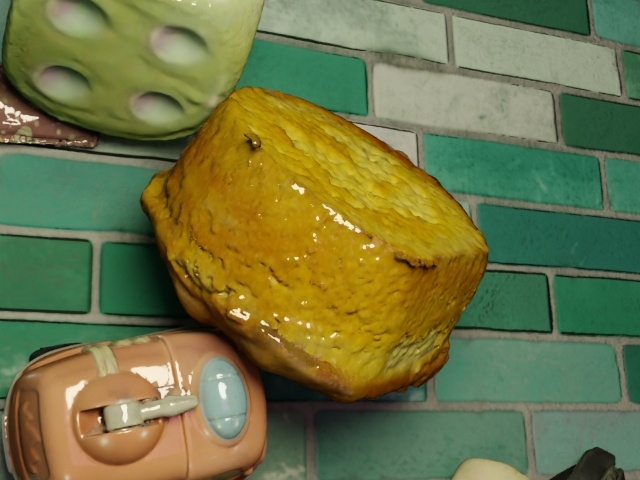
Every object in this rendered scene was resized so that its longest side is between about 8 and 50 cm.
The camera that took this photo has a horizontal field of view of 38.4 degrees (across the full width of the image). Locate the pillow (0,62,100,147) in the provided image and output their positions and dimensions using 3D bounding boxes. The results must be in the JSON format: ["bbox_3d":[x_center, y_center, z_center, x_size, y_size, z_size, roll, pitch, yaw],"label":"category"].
[{"bbox_3d":[-0.355,-0.164,1.080,0.185,0.043,0.118,-6,75,-26],"label":"pillow"}]

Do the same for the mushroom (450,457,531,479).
[{"bbox_3d":[0.193,0.407,1.019,0.353,0.325,0.353,2,67,-5],"label":"mushroom"}]

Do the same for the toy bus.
[{"bbox_3d":[-0.181,0.181,0.966,0.288,0.232,0.194,-6,76,-24],"label":"toy bus"}]

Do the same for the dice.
[{"bbox_3d":[-0.205,-0.283,1.040,0.252,0.250,0.254,16,56,-19],"label":"dice"}]

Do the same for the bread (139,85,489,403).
[{"bbox_3d":[0.000,0.000,1.023,0.398,0.215,0.398,28,22,-13],"label":"bread"}]

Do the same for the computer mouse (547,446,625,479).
[{"bbox_3d":[0.358,0.361,1.257,0.192,0.062,0.105,-33,91,-27],"label":"computer mouse"}]
